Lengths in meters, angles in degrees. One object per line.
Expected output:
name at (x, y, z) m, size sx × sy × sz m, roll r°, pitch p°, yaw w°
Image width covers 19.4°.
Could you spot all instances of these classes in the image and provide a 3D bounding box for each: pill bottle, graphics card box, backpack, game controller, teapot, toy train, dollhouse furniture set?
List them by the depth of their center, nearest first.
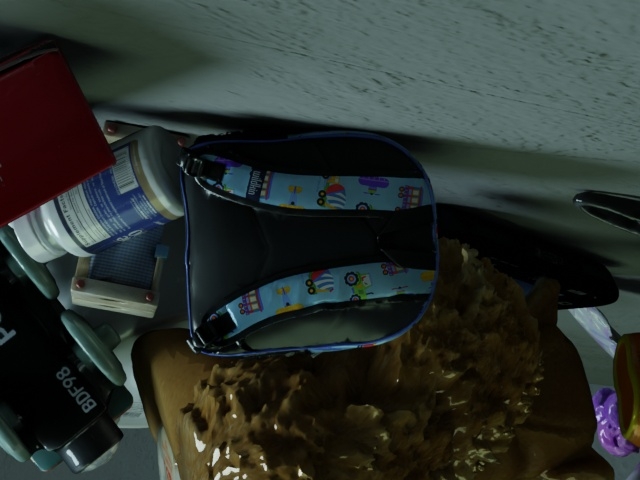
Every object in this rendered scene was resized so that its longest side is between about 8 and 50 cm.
graphics card box at (-0.296, -0.022, 1.217) m, size 0.232 × 0.094 × 0.371 m, roll -31°, pitch -170°, yaw -22°
backpack at (0.000, 0.000, 1.269) m, size 0.173 × 0.158 × 0.117 m, roll -4°, pitch 179°, yaw 14°
pill bottle at (-0.152, -0.028, 1.302) m, size 0.120 × 0.067 × 0.067 m, roll -23°, pitch 162°, yaw 19°
dollhouse furniture set at (-0.086, -0.003, 1.416) m, size 0.183 × 0.129 × 0.129 m, roll 11°, pitch 173°, yaw -6°
toy train at (-0.278, 0.048, 1.544) m, size 0.334 × 0.142 × 0.190 m, roll 51°, pitch 175°, yaw -1°
game controller at (0.129, 0.025, 1.636) m, size 0.166 × 0.067 × 0.319 m, roll 4°, pitch 173°, yaw 38°
teapot at (-0.150, 0.045, 1.745) m, size 0.252 × 0.187 × 0.256 m, roll -18°, pitch 149°, yaw 0°

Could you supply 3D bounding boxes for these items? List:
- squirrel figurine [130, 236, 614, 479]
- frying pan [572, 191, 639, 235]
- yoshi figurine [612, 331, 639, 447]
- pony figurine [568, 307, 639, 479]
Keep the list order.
squirrel figurine at (0.064, 0.154, 1.501) m, size 0.370 × 0.281 × 0.397 m, roll -9°, pitch 165°, yaw -13°
frying pan at (0.356, 0.022, 1.292) m, size 0.326 × 0.053 × 0.197 m, roll 23°, pitch 154°, yaw -20°
yoshi figurine at (0.429, 0.117, 1.485) m, size 0.362 × 0.203 × 0.203 m, roll 7°, pitch 167°, yaw -6°
pony figurine at (0.368, 0.192, 1.819) m, size 0.302 × 0.363 × 0.351 m, roll 13°, pitch 162°, yaw 39°
